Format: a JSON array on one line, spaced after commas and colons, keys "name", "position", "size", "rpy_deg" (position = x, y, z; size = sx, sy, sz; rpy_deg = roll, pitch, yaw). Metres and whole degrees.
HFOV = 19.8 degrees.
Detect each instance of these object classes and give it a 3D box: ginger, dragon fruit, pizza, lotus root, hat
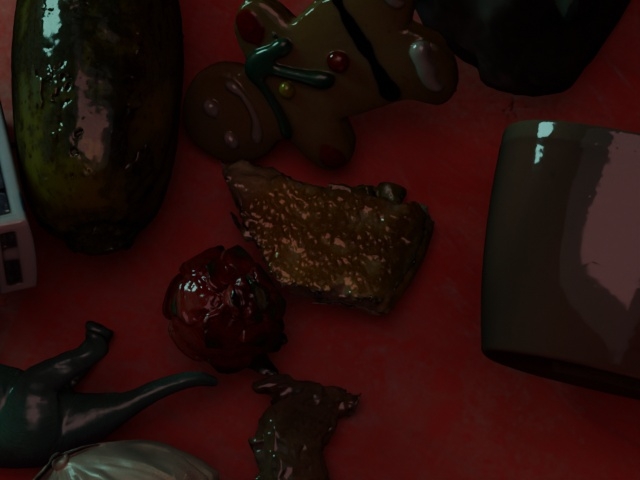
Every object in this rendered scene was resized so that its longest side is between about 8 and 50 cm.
[{"name": "ginger", "position": [-0.042, 0.273, 1.787], "size": [0.122, 0.084, 0.290], "rpy_deg": [19, 73, -13]}, {"name": "dragon fruit", "position": [-0.092, 0.065, 1.809], "size": [0.121, 0.142, 0.130], "rpy_deg": [19, 74, 17]}, {"name": "pizza", "position": [0.000, 0.000, 1.852], "size": [0.226, 0.069, 0.147], "rpy_deg": [9, 66, -1]}, {"name": "lotus root", "position": [-0.223, -0.180, 1.859], "size": [0.179, 0.196, 0.397], "rpy_deg": [3, 69, -15]}, {"name": "hat", "position": [-0.183, 0.318, 1.715], "size": [0.219, 0.164, 0.226], "rpy_deg": [-36, 46, 13]}]

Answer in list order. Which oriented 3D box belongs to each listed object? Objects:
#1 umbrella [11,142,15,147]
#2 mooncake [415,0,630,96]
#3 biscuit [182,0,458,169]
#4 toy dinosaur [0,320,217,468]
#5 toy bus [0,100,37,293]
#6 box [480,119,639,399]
[{"name": "umbrella", "position": [-0.367, -0.089, 1.942], "size": [0.122, 0.013, 0.022], "rpy_deg": [-11, 53, 3]}, {"name": "mooncake", "position": [0.235, -0.349, 1.779], "size": [0.212, 0.381, 0.350], "rpy_deg": [34, 52, 16]}, {"name": "biscuit", "position": [-0.012, -0.163, 1.840], "size": [0.301, 0.049, 0.197], "rpy_deg": [-22, 104, 27]}, {"name": "toy dinosaur", "position": [-0.339, 0.214, 1.825], "size": [0.383, 0.129, 0.331], "rpy_deg": [23, 89, 10]}, {"name": "toy bus", "position": [-0.367, -0.064, 1.819], "size": [0.131, 0.106, 0.297], "rpy_deg": [-10, 42, -11]}, {"name": "box", "position": [0.280, 0.029, 1.711], "size": [0.301, 0.301, 0.216], "rpy_deg": [13, 81, 8]}]
